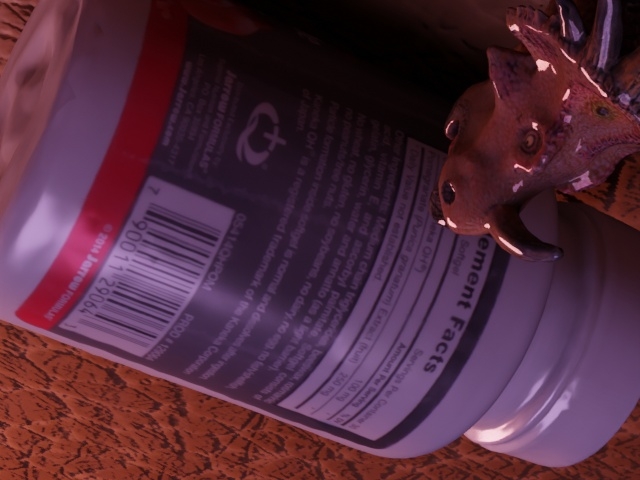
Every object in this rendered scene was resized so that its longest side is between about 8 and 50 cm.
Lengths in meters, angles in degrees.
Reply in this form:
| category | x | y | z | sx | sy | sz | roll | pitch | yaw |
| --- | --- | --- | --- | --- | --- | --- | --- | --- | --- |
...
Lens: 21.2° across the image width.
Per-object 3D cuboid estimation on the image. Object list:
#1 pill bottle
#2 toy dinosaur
| category | x | y | z | sx | sy | sz | roll | pitch | yaw |
| --- | --- | --- | --- | --- | --- | --- | --- | --- | --- |
| pill bottle | 0.000 | 0.000 | 0.814 | 0.319 | 0.176 | 0.176 | 22 | 150 | -21 |
| toy dinosaur | 0.123 | -0.122 | 0.513 | 0.127 | 0.200 | 0.295 | 11 | 152 | 0 |
